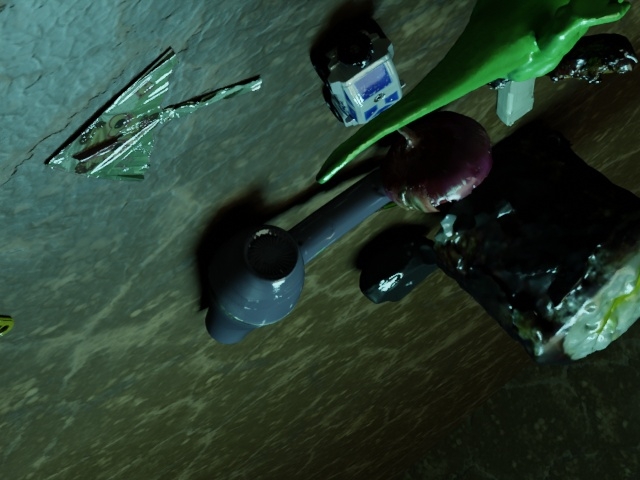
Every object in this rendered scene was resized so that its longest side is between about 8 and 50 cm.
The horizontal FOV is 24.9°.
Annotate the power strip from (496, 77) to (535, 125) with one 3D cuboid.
[{"bbox_3d":[0.263,-0.200,1.940,0.047,0.030,0.191,-35,163,-6],"label":"power strip"}]

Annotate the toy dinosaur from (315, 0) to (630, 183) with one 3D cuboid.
[{"bbox_3d":[0.176,-0.209,1.613,0.500,0.144,0.374,-35,176,-5],"label":"toy dinosaur"}]

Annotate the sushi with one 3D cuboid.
[{"bbox_3d":[0.355,0.016,2.183,0.299,0.294,0.281,-44,155,-5],"label":"sushi"}]

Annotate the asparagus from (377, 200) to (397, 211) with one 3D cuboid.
[{"bbox_3d":[0.093,-0.050,2.047,0.166,0.016,0.013,-21,-169,-43],"label":"asparagus"}]

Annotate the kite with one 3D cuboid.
[{"bbox_3d":[-0.156,-0.118,1.406,0.250,0.012,0.229,-27,162,-30],"label":"kite"}]

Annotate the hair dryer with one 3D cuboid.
[{"bbox_3d":[0.000,0.000,1.885,0.361,0.121,0.301,-35,172,-22],"label":"hair dryer"}]

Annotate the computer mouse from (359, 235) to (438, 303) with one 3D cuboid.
[{"bbox_3d":[0.116,0.042,2.233,0.122,0.073,0.217,-39,168,13],"label":"computer mouse"}]

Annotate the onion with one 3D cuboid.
[{"bbox_3d":[0.131,-0.117,1.803,0.150,0.150,0.140,-36,124,2],"label":"onion"}]

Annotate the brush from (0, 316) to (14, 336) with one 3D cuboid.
[{"bbox_3d":[-0.383,0.085,1.513,0.082,0.010,0.218,-40,164,12],"label":"brush"}]

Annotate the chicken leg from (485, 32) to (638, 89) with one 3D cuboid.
[{"bbox_3d":[0.297,-0.214,1.756,0.106,0.051,0.253,-22,-170,-28],"label":"chicken leg"}]

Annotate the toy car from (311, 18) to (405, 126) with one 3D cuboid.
[{"bbox_3d":[0.045,-0.172,1.539,0.080,0.070,0.170,-34,164,-3],"label":"toy car"}]
